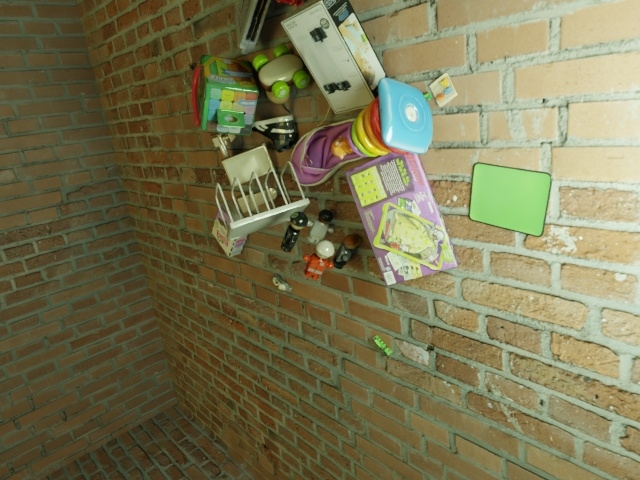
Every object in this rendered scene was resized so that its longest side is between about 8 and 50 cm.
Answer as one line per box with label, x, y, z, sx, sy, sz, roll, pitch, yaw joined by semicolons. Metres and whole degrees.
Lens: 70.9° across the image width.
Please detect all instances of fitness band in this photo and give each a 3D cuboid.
fitness band;-0.454;-0.576;1.810;0.209;0.054;0.291;-26;71;51

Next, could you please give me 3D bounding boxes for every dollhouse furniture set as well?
dollhouse furniture set;-0.302;-0.307;1.812;0.355;0.173;0.303;-132;21;-68

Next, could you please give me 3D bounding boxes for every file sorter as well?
file sorter;-0.214;-0.138;1.562;0.173;0.277;0.193;68;161;7

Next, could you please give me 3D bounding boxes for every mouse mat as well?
mouse mat;0.442;-0.099;1.063;0.189;0.007;0.153;22;122;44

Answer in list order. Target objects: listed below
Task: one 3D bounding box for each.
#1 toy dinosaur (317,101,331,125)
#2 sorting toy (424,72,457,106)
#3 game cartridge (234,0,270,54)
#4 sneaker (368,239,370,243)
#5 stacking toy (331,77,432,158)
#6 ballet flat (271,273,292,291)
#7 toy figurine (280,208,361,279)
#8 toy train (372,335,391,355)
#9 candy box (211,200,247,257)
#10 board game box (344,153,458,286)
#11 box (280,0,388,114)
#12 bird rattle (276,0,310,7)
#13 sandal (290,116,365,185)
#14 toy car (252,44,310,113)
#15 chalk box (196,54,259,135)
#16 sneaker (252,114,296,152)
toy dinosaur;0.037;-0.434;1.358;0.092;0.053;0.183;31;119;54
sorting toy;0.292;-0.364;1.111;0.083;0.012;0.062;-31;83;51
game cartridge;-0.211;-0.770;1.421;0.294;0.060;0.196;-46;52;55
sneaker;0.187;-0.092;1.316;0.090;0.081;0.233;3;109;34
stacking toy;0.130;-0.279;1.187;0.301;0.165;0.175;-15;75;52
ballet flat;-0.167;0.184;1.876;0.114;0.041;0.041;37;132;33
toy figurine;0.000;0.000;1.463;0.213;0.209;0.148;47;130;26
toy train;0.209;0.359;1.529;0.083;0.023;0.017;47;137;24
candy box;-0.405;-0.049;2.022;0.165;0.070;0.196;50;137;21
board game box;0.221;-0.065;1.237;0.208;0.056;0.347;-19;91;28
box;0.046;-0.486;1.183;0.169;0.087;0.290;3;138;49
bird rattle;-0.008;-0.729;1.248;0.254;0.143;0.207;54;129;37
sandal;0.004;-0.282;1.413;0.416;0.102;0.170;-20;91;52
toy car;-0.123;-0.505;1.475;0.155;0.148;0.188;57;169;20
chalk box;-0.324;-0.490;1.562;0.289;0.180;0.179;-111;31;-42
sneaker;-0.173;-0.371;1.598;0.216;0.079;0.121;6;111;47
